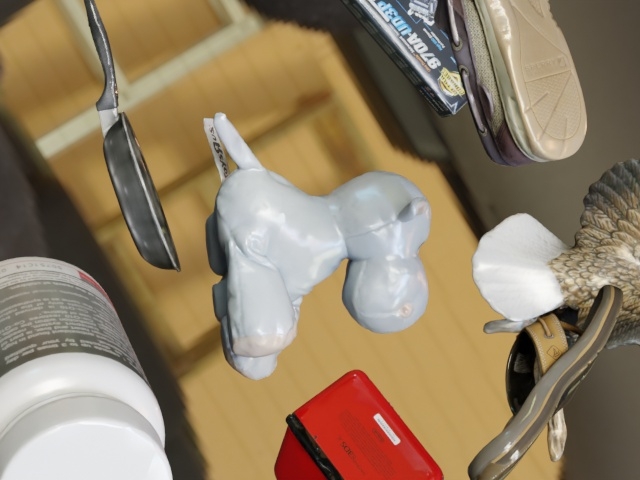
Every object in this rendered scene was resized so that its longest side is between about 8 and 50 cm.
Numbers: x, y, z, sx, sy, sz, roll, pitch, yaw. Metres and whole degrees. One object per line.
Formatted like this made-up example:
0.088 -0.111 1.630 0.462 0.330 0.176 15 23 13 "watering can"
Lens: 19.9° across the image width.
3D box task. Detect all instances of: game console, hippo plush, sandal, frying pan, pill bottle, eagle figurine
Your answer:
0.033 0.214 1.669 0.144 0.124 0.085 51 -7 30 "game console"
0.000 0.000 2.023 0.234 0.237 0.294 -171 -105 -81 "hippo plush"
0.160 0.098 1.352 0.060 0.219 0.090 36 -35 11 "sandal"
-0.223 -0.104 2.071 0.197 0.053 0.326 -112 -178 -59 "frying pan"
-0.218 0.138 1.489 0.161 0.161 0.283 62 -4 -29 "pill bottle"
0.305 0.037 1.597 0.298 0.225 0.226 -21 -79 39 "eagle figurine"

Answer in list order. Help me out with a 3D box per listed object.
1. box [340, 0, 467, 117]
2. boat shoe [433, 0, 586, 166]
0.141 -0.284 2.171 0.220 0.175 0.051 48 -13 -11 "box"
0.139 -0.197 1.525 0.092 0.103 0.285 -18 -92 46 "boat shoe"
